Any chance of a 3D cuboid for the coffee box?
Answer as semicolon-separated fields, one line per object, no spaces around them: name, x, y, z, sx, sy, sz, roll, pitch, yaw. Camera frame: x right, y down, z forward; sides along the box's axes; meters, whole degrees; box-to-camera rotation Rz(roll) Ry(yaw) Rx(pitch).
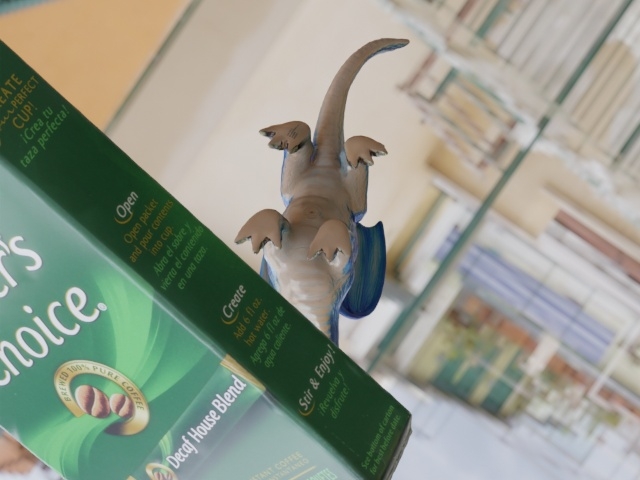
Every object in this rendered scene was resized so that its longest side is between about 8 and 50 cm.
coffee box;-0.073;0.031;0.543;0.184;0.113;0.040;44;-135;-15

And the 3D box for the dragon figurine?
dragon figurine;0.000;0.000;1.100;0.085;0.289;0.144;6;142;7
